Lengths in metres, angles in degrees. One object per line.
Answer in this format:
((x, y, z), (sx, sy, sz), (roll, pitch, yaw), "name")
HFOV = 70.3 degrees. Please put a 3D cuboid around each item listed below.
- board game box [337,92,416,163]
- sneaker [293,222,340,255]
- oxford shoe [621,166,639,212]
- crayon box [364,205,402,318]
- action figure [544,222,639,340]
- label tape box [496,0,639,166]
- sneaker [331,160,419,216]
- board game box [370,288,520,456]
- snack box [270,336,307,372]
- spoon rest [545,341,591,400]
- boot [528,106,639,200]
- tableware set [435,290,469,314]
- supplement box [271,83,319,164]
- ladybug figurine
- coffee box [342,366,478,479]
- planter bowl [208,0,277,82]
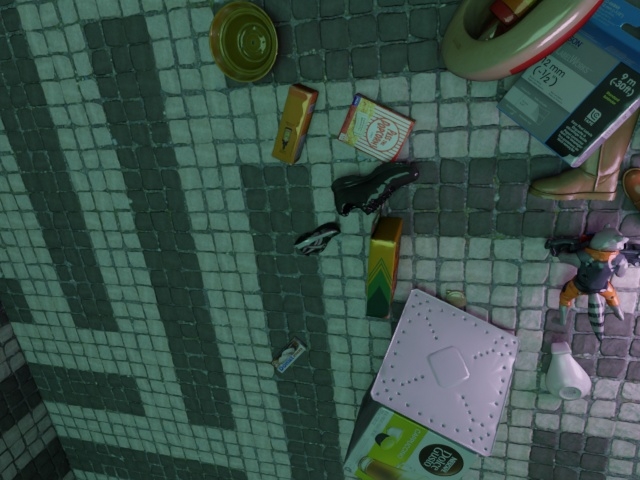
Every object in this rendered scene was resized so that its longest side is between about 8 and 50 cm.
((0.167, -0.333, 1.366), (0.193, 0.045, 0.147), (26, 118, 5), "board game box")
((0.000, 0.000, 1.566), (0.178, 0.072, 0.077), (-22, 117, 33), "sneaker")
((0.888, -0.102, 1.223), (0.076, 0.076, 0.212), (-31, 99, 29), "oxford shoe")
((0.203, 0.059, 1.441), (0.081, 0.202, 0.319), (7, 116, 14), "crayon box")
((0.825, 0.106, 1.284), (0.340, 0.179, 0.331), (-2, 122, 21), "action figure")
((0.647, -0.390, 1.096), (0.249, 0.115, 0.348), (50, 124, 23), "label tape box")
((0.169, -0.148, 1.389), (0.286, 0.109, 0.130), (-17, 65, 30), "sneaker")
((0.398, 0.403, 1.436), (0.389, 0.390, 0.050), (26, 154, 5), "board game box")
((-0.129, 0.462, 1.829), (0.064, 0.022, 0.178), (38, 118, -3), "snack box")
((0.806, 0.429, 1.495), (0.137, 0.084, 0.277), (-12, 122, 23), "spoon rest")
((0.699, -0.248, 1.217), (0.235, 0.089, 0.270), (0, 114, 6), "boot")
((0.439, 0.247, 1.554), (0.141, 0.020, 0.169), (-18, 106, 22), "tableware set")
((-0.080, -0.360, 1.416), (0.078, 0.080, 0.234), (24, 117, 7), "supplement box")
((0.495, -0.547, 1.057), (0.161, 0.305, 0.449), (22, 132, -39), "ladybug figurine")
((0.322, 0.641, 1.585), (0.334, 0.338, 0.338), (26, 119, 5), "coffee box")
((-0.214, -0.587, 1.348), (0.217, 0.090, 0.217), (6, 114, 14), "planter bowl")
